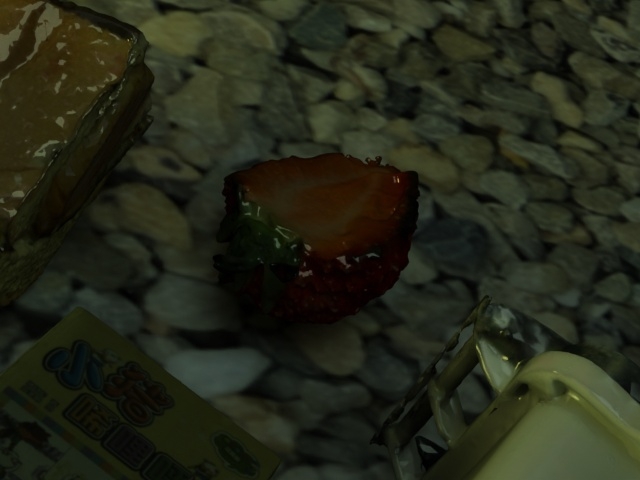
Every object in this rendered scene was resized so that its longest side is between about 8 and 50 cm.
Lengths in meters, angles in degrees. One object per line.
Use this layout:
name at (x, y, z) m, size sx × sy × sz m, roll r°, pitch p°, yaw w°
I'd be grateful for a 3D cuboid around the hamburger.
hamburger at (-0.210, -0.050, 0.995) m, size 0.155 × 0.135 × 0.208 m, roll 18°, pitch 59°, yaw 5°

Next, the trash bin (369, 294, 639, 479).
trash bin at (0.076, 0.247, 0.822) m, size 0.296 × 0.256 × 0.367 m, roll 45°, pitch 53°, yaw 8°

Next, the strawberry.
strawberry at (-0.003, 0.001, 1.082) m, size 0.140 × 0.085 × 0.192 m, roll 9°, pitch 27°, yaw -5°

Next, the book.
book at (-0.129, 0.135, 0.927) m, size 0.168 × 0.013 × 0.192 m, roll 37°, pitch 36°, yaw 3°
